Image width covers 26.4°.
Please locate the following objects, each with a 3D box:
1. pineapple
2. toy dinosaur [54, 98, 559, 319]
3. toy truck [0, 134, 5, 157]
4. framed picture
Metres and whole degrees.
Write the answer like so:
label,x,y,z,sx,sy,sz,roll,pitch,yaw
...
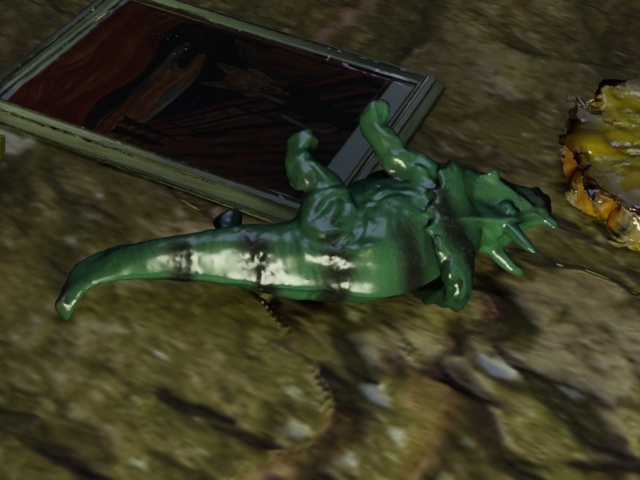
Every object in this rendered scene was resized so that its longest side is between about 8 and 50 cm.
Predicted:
label,x,y,z,sx,sy,sz,roll,pitch,yaw
pineapple,0.255,-0.044,0.908,0.221,0.047,0.221,2,39,-2
toy dinosaur,-0.001,-0.016,0.781,0.292,0.079,0.120,2,60,-11
toy truck,-0.219,-0.042,0.807,0.054,0.049,0.083,7,39,-4
framed picture,-0.073,-0.101,0.938,0.273,0.016,0.216,19,39,13
